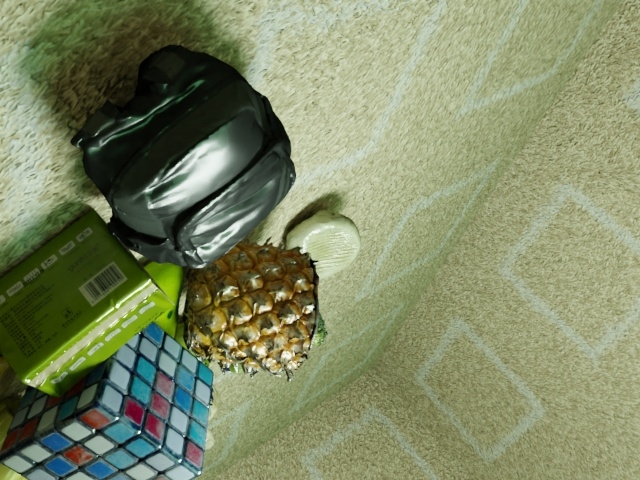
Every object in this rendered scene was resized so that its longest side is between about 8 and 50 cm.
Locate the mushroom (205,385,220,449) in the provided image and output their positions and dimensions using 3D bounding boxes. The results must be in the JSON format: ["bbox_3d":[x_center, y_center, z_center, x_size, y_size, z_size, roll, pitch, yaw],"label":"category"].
[{"bbox_3d":[-0.403,0.534,2.195,0.260,0.234,0.254,-20,146,-46],"label":"mushroom"}]

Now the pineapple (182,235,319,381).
[{"bbox_3d":[-0.173,0.161,1.703,0.300,0.352,0.352,4,143,-11],"label":"pineapple"}]

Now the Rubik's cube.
[{"bbox_3d":[-0.425,0.358,1.493,0.293,0.292,0.287,-31,121,22],"label":"Rubik's cube"}]

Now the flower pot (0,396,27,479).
[{"bbox_3d":[-0.691,0.456,1.598,0.179,0.195,0.195,-55,160,-1],"label":"flower pot"}]

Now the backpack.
[{"bbox_3d":[-0.220,-0.140,1.193,0.363,0.255,0.446,-43,168,-9],"label":"backpack"}]

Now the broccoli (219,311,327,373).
[{"bbox_3d":[-0.154,0.292,2.207,0.353,0.275,0.397,-1,149,0],"label":"broccoli"}]

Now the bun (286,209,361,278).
[{"bbox_3d":[0.000,0.000,2.032,0.231,0.133,0.231,-16,132,-19],"label":"bun"}]

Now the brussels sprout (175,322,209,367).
[{"bbox_3d":[-0.375,0.313,1.936,0.223,0.161,0.223,-61,172,-14],"label":"brussels sprout"}]

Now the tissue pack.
[{"bbox_3d":[-0.451,0.116,1.324,0.274,0.200,0.167,-40,158,-10],"label":"tissue pack"}]

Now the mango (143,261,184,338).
[{"bbox_3d":[-0.395,0.170,1.637,0.175,0.143,0.293,-16,137,-55],"label":"mango"}]

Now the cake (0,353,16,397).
[{"bbox_3d":[-0.695,0.291,1.456,0.080,0.116,0.185,97,12,-66],"label":"cake"}]
